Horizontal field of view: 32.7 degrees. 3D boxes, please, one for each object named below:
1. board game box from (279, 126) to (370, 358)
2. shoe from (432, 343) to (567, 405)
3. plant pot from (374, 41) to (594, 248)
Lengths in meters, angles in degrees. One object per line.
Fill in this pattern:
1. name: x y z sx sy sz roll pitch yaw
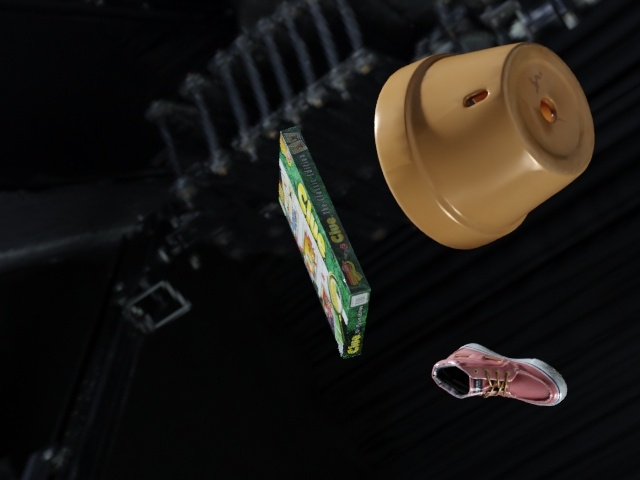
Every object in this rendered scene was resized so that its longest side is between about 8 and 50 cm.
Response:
1. board game box: 0.000 0.000 1.318 0.030 0.136 0.260 -12 -127 -15
2. shoe: 0.239 0.192 1.477 0.081 0.178 0.063 -22 -63 -41
3. plant pot: 0.249 -0.151 1.555 0.291 0.203 0.291 16 -115 -38
